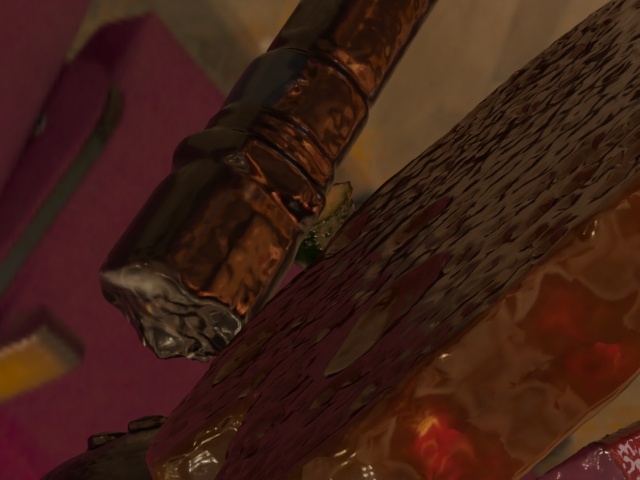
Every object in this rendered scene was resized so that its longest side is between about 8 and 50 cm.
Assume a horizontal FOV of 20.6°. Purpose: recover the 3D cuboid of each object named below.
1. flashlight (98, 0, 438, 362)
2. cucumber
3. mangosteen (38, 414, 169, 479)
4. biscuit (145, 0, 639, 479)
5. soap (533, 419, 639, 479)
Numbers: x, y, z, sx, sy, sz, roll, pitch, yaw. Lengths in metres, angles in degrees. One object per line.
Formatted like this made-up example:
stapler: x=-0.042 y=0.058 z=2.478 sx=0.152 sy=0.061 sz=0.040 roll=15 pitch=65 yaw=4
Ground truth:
flashlight: x=-0.002 y=-0.106 z=1.144 sx=0.103 sy=0.424 sz=0.103 roll=22 pitch=149 yaw=15
cucumber: x=0.000 y=0.000 z=1.381 sx=0.067 sy=0.035 sz=0.107 roll=-16 pitch=150 yaw=-3
mangosteen: x=-0.098 y=0.366 z=1.534 sx=0.382 sy=0.435 sz=0.382 roll=-15 pitch=164 yaw=-4
biscuit: x=0.078 y=-0.001 z=0.661 sx=0.074 sy=0.381 sz=0.359 roll=45 pitch=137 yaw=-9
soap: x=0.180 y=0.132 z=0.884 sx=0.259 sy=0.081 sz=0.181 roll=-17 pitch=158 yaw=-41
